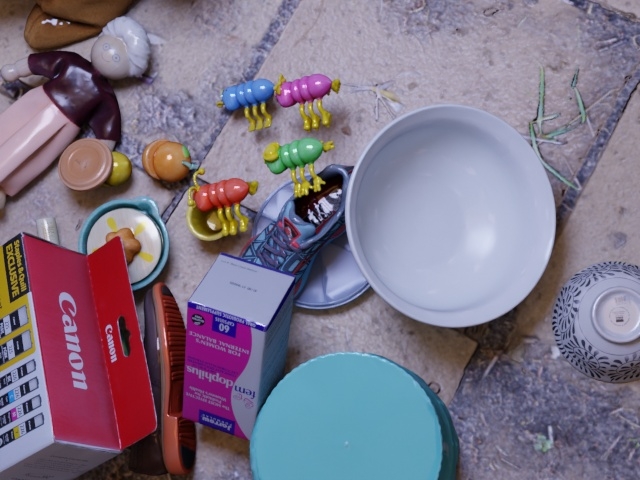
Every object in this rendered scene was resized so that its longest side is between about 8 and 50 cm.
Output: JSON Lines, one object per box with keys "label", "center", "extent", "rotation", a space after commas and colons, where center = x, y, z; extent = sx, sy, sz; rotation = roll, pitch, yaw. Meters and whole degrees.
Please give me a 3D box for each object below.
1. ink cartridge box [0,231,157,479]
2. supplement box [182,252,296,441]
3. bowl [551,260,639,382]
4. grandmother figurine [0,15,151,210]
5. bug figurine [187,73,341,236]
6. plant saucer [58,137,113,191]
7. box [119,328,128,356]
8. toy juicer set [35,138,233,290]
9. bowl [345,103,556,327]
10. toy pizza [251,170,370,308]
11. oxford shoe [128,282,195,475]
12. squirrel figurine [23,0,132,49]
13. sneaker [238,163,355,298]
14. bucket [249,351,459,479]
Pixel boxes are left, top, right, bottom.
{"label": "ink cartridge box", "center": [-0.379, 0.161, 1.516], "extent": [0.272, 0.130, 0.309], "rotation": [-31, 59, 24]}
{"label": "supplement box", "center": [-0.111, 0.145, 1.508], "extent": [0.111, 0.220, 0.114], "rotation": [16, 40, 12]}
{"label": "bowl", "center": [0.400, 0.105, 1.516], "extent": [0.170, 0.080, 0.170], "rotation": [-1, 80, 7]}
{"label": "grandmother figurine", "center": [-0.383, -0.196, 1.679], "extent": [0.342, 0.104, 0.208], "rotation": [-44, 106, 0]}
{"label": "bug figurine", "center": [-0.077, -0.147, 1.562], "extent": [0.216, 0.072, 0.279], "rotation": [-14, 47, 29]}
{"label": "plant saucer", "center": [-0.342, -0.111, 1.633], "extent": [0.083, 0.013, 0.083], "rotation": [-5, 68, 11]}
{"label": "box", "center": [-0.309, 0.203, 1.583], "extent": [0.105, 0.043, 0.179], "rotation": [-39, 57, 33]}
{"label": "toy juicer set", "center": [-0.303, -0.022, 1.633], "extent": [0.329, 0.089, 0.209], "rotation": [-32, 83, 3]}
{"label": "bowl", "center": [0.156, -0.030, 1.526], "extent": [0.298, 0.134, 0.298], "rotation": [1, 86, -17]}
{"label": "toy pizza", "center": [0.000, 0.000, 1.620], "extent": [0.201, 0.032, 0.201], "rotation": [-2, 79, 10]}
{"label": "oxford shoe", "center": [-0.240, 0.195, 1.589], "extent": [0.098, 0.097, 0.271], "rotation": [-7, 78, 13]}
{"label": "squirrel figurine", "center": [-0.342, -0.479, 1.587], "extent": [0.397, 0.370, 0.281], "rotation": [-7, 78, 7]}
{"label": "sneaker", "center": [-0.043, -0.010, 1.547], "extent": [0.104, 0.125, 0.262], "rotation": [39, 88, 15]}
{"label": "bucket", "center": [0.045, 0.274, 1.483], "extent": [0.281, 0.183, 0.281], "rotation": [-2, 78, 9]}
